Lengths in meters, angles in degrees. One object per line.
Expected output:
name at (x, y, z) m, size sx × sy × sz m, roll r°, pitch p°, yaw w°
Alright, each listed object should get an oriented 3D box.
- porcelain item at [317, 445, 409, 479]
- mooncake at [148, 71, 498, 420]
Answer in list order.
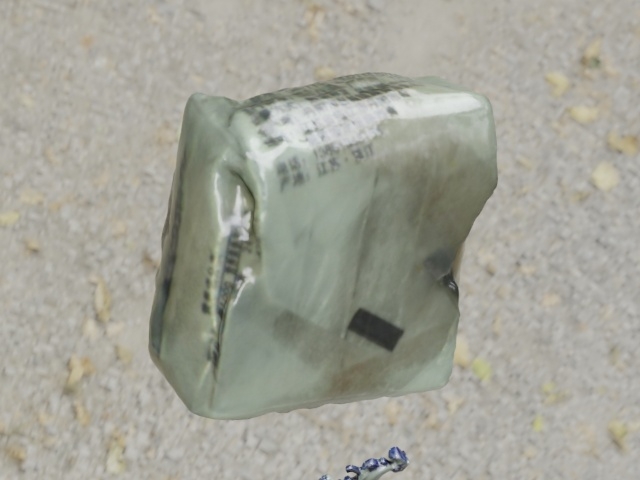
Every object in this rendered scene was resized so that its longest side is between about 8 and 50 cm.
porcelain item at (0.026, 0.258, 1.562) m, size 0.075 × 0.136 × 0.021 m, roll 18°, pitch 34°, yaw -34°
mooncake at (-0.004, -0.002, 1.118) m, size 0.254 × 0.250 × 0.136 m, roll -6°, pitch 25°, yaw -31°
